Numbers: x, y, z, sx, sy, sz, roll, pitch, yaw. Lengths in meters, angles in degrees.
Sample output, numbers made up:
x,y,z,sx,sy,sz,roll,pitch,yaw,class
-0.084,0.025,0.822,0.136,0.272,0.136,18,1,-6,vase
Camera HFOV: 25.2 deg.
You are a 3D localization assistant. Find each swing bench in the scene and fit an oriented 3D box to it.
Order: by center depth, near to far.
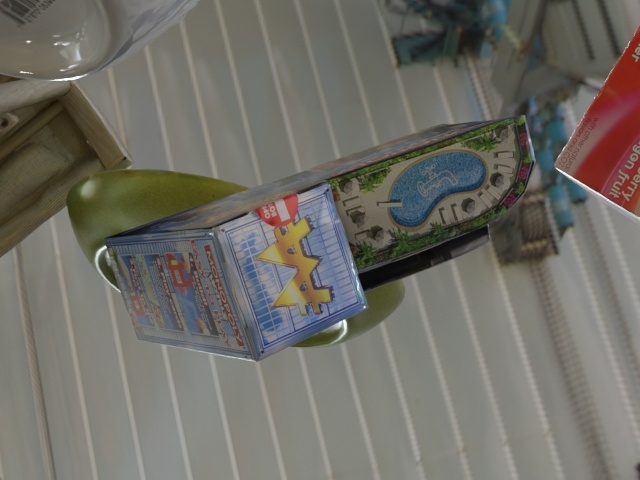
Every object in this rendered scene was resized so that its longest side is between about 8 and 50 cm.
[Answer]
x,y,z,sx,sy,sz,roll,pitch,yaw,class
-0.307,-0.057,0.980,0.253,0.255,0.165,-37,-102,6,swing bench

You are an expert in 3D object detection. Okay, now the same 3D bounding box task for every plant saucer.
x,y,z,sx,sy,sz,roll,pitch,yaw,class
-0.063,0.023,0.979,0.241,0.241,0.037,15,-111,4,plant saucer

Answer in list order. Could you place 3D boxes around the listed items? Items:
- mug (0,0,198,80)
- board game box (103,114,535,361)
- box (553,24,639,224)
x,y,z,sx,sy,sz,roll,pitch,yaw,class
-0.100,-0.273,0.757,0.374,0.276,0.328,-8,-125,44,mug
0.000,0.000,0.656,0.194,0.194,0.060,-19,-84,-6,board game box
0.292,-0.117,0.975,0.128,0.123,0.256,35,-82,28,box
